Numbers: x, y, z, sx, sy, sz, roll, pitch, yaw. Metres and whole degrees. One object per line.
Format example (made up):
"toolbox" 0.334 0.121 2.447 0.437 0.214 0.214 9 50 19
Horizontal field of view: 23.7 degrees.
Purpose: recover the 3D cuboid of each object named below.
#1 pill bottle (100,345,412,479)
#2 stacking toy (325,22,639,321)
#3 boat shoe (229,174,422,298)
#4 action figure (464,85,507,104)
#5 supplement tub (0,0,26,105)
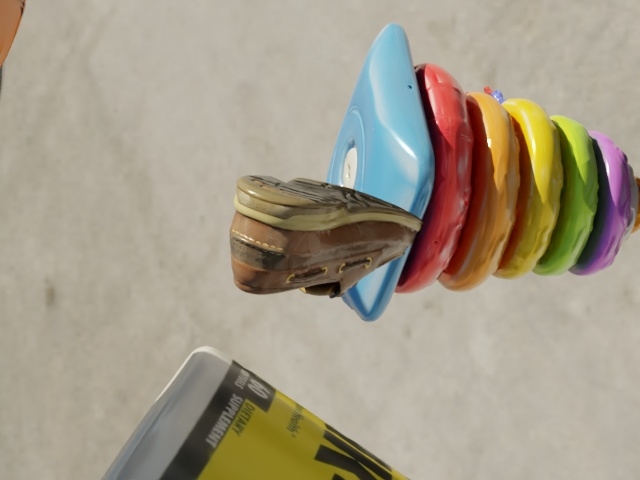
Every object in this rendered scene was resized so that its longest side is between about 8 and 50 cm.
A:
"pill bottle" 0.003 0.148 0.649 0.119 0.208 0.119 -55 4 6
"stacking toy" 0.163 -0.033 1.090 0.175 0.302 0.165 -99 19 -44
"boat shoe" 0.000 0.000 0.854 0.064 0.178 0.060 20 99 26
"action figure" 0.173 -0.123 1.445 0.115 0.038 0.030 -144 43 -69
"supplement tub" -0.225 -0.041 0.489 0.316 0.193 0.193 -26 68 52
